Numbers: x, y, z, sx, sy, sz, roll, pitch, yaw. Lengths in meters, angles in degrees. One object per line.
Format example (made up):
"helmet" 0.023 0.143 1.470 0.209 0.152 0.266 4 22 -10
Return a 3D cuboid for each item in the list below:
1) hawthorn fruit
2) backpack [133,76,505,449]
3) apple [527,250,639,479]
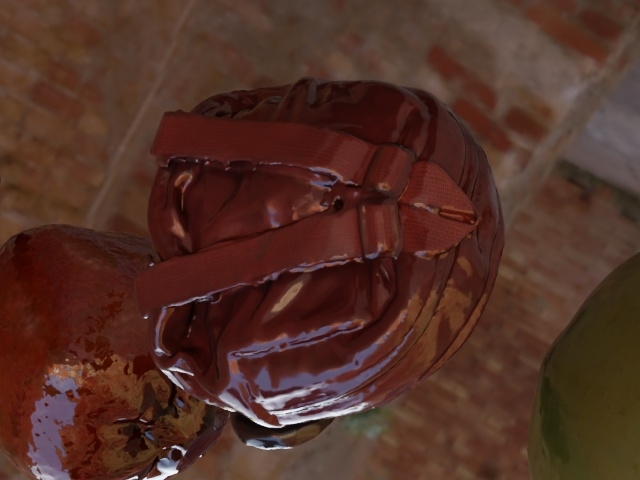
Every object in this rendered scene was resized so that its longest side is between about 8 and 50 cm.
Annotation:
"hawthorn fruit" -0.233 0.118 1.604 0.311 0.295 0.295 39 -179 3
"backpack" 0.002 0.001 0.855 0.229 0.229 0.139 29 175 46
"apple" 0.328 0.176 1.137 0.357 0.357 0.357 29 180 0
